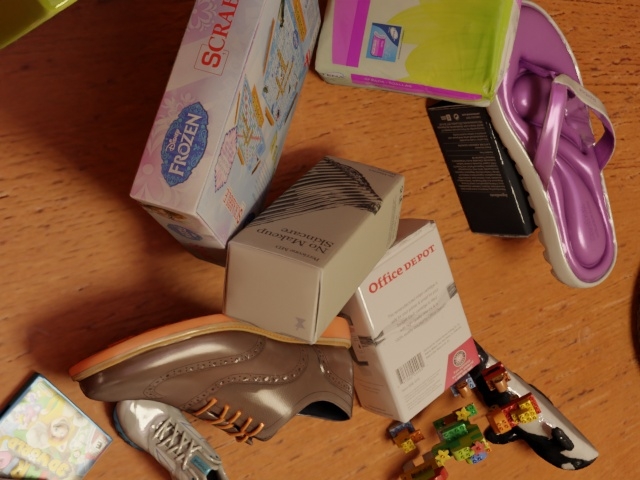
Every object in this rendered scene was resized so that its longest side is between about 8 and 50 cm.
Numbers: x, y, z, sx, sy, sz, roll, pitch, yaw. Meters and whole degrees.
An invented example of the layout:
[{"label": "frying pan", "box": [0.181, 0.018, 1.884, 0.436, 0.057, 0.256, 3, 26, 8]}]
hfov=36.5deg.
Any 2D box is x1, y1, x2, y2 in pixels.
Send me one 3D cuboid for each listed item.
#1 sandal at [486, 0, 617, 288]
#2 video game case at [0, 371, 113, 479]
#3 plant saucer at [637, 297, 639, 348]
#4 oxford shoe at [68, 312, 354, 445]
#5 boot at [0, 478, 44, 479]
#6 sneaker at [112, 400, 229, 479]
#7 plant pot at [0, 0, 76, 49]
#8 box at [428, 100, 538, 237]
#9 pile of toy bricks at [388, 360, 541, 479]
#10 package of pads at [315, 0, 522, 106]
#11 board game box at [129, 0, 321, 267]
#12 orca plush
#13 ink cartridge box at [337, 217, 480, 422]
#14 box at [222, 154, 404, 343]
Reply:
[{"label": "sandal", "box": [0.334, -0.129, 1.287, 0.169, 0.102, 0.416, -37, 114, -30]}, {"label": "video game case", "box": [-0.309, 0.238, 1.007, 0.166, 0.015, 0.119, -52, 121, -23]}, {"label": "plant saucer", "box": [0.652, 0.134, 1.722, 0.310, 0.050, 0.311, -3, 95, -38]}, {"label": "oxford shoe", "box": [-0.097, 0.158, 1.069, 0.363, 0.130, 0.133, 1, 70, -38]}, {"label": "boot", "box": [-0.320, 0.264, 0.935, 0.190, 0.086, 0.069, 6, 90, -38]}, {"label": "sneaker", "box": [-0.153, 0.233, 1.085, 0.071, 0.083, 0.191, -49, 118, -22]}, {"label": "plant pot", "box": [-0.257, -0.325, 0.885, 0.228, 0.227, 0.207, -43, 111, -27]}, {"label": "box", "box": [0.266, -0.129, 1.368, 0.153, 0.108, 0.207, -35, 113, -31]}, {"label": "pile of toy bricks", "box": [0.190, 0.257, 1.281, 0.212, 0.105, 0.118, -29, 108, 4]}, {"label": "package of pads", "box": [0.135, -0.323, 1.174, 0.101, 0.229, 0.297, 14, 86, -79]}, {"label": "board game box", "box": [-0.081, -0.148, 0.997, 0.065, 0.319, 0.318, 16, 80, 6]}, {"label": "orca plush", "box": [0.283, 0.267, 1.415, 0.102, 0.151, 0.287, -46, 127, 10]}, {"label": "ink cartridge box", "box": [0.101, 0.099, 1.266, 0.158, 0.092, 0.218, -32, 113, -32]}, {"label": "box", "box": [0.000, 0.000, 1.090, 0.275, 0.113, 0.094, -49, 150, -58]}]
